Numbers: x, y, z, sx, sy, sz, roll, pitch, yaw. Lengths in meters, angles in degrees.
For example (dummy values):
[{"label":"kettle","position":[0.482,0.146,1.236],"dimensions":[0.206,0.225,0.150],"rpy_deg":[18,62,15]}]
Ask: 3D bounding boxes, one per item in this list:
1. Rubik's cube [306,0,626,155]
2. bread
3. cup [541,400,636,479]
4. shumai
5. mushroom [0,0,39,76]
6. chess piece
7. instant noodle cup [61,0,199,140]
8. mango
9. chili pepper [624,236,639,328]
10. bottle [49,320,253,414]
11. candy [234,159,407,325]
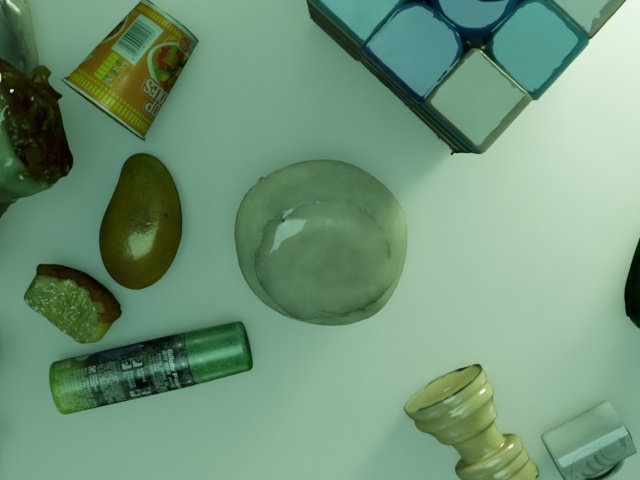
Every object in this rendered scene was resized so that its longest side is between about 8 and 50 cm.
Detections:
[{"label":"Rubik's cube","position":[0.212,-0.363,1.698],"dimensions":[0.346,0.347,0.344],"rpy_deg":[42,93,-5]},{"label":"bread","position":[-0.405,0.097,1.858],"dimensions":[0.156,0.125,0.086],"rpy_deg":[35,103,-2]},{"label":"cup","position":[0.461,0.358,1.895],"dimensions":[0.133,0.099,0.136],"rpy_deg":[-28,94,2]},{"label":"shumai","position":[-0.555,-0.155,1.709],"dimensions":[0.323,0.324,0.397],"rpy_deg":[-28,103,14]},{"label":"mushroom","position":[-0.508,-0.308,1.825],"dimensions":[0.096,0.099,0.278],"rpy_deg":[-16,107,-20]},{"label":"chess piece","position":[0.283,0.372,1.898],"dimensions":[0.139,0.124,0.307],"rpy_deg":[-36,100,-27]},{"label":"instant noodle cup","position":[-0.297,-0.282,1.810],"dimensions":[0.168,0.168,0.185],"rpy_deg":[36,87,-4]},{"label":"mango","position":[-0.295,-0.031,1.860],"dimensions":[0.136,0.099,0.227],"rpy_deg":[6,87,6]},{"label":"chili pepper","position":[0.617,0.034,1.807],"dimensions":[0.248,0.233,0.256],"rpy_deg":[12,87,-17]},{"label":"bottle","position":[-0.282,0.213,1.883],"dimensions":[0.330,0.093,0.093],"rpy_deg":[-13,96,1]},{"label":"candy","position":[0.000,0.000,1.817],"dimensions":[0.295,0.185,0.295],"rpy_deg":[-3,103,-15]}]
